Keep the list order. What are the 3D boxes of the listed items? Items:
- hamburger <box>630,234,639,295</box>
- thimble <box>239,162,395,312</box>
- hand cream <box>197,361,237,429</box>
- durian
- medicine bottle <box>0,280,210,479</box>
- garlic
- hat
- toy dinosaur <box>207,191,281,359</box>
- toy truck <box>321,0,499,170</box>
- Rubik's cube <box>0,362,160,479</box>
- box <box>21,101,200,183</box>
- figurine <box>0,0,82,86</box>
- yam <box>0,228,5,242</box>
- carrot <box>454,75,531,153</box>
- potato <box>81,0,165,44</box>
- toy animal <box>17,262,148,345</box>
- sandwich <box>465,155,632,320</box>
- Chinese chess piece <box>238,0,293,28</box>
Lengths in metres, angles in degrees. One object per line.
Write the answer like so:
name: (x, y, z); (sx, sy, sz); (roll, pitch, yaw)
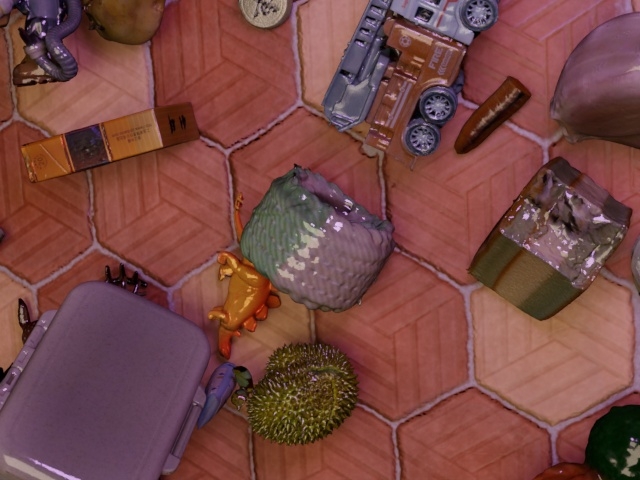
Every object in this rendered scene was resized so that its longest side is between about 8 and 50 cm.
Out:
hamburger: (0.513, 0.032, 1.758); (0.140, 0.062, 0.133); (-21, 98, 17)
thimble: (0.000, 0.000, 1.828); (0.219, 0.219, 0.150); (37, 106, 7)
hand cream: (-0.161, 0.239, 1.943); (0.043, 0.170, 0.065); (28, 108, -3)
durian: (-0.030, 0.247, 1.907); (0.198, 0.159, 0.146); (-30, 121, 2)
medicine bottle: (-0.326, 0.242, 1.827); (0.282, 0.375, 0.123); (25, 135, -4)
garlic: (0.489, -0.188, 1.635); (0.340, 0.231, 0.246); (28, 105, 16)
hat: (0.368, 0.428, 1.776); (0.285, 0.285, 0.400); (18, 102, 13)
toy dinosaur: (-0.110, 0.065, 1.952); (0.117, 0.070, 0.288); (14, 108, 3)
toy truck: (0.135, -0.287, 1.731); (0.184, 0.133, 0.338); (22, 118, 0)
Rubik's cube: (-0.438, 0.407, 1.964); (0.294, 0.288, 0.283); (13, 128, 17)
box: (-0.328, -0.156, 1.929); (0.237, 0.152, 0.070); (-15, 96, 18)
figurine: (-0.471, -0.426, 1.871); (0.186, 0.261, 0.382); (-9, 98, -20)
yam: (-0.634, 0.056, 2.112); (0.253, 0.061, 0.061); (-43, 86, 21)
carrot: (0.245, -0.181, 1.806); (0.048, 0.048, 0.139); (47, 111, 4)
potato: (-0.296, -0.449, 1.865); (0.173, 0.140, 0.300); (26, 115, 52)
toy animal: (-0.408, 0.163, 2.051); (0.243, 0.087, 0.260); (5, 105, 14)
sandwich: (0.314, 0.015, 1.741); (0.155, 0.198, 0.227); (37, 108, 7)
Chinese chess piece: (-0.083, -0.365, 1.876); (0.084, 0.034, 0.084); (3, 102, 15)
